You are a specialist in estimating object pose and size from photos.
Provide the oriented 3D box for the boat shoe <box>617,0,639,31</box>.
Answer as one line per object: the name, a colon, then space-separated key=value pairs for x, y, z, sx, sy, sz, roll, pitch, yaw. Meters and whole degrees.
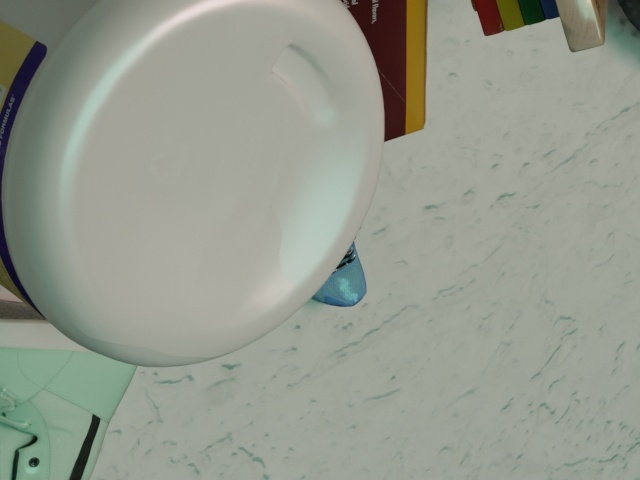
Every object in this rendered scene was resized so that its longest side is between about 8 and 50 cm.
boat shoe: x=0.371 y=-0.191 z=1.693 sx=0.091 sy=0.114 sz=0.302 roll=-26 pitch=146 yaw=29

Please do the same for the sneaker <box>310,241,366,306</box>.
sneaker: x=0.000 y=0.000 z=1.474 sx=0.063 sy=0.073 sz=0.162 roll=-43 pitch=133 yaw=-16

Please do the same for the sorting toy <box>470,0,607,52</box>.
sorting toy: x=0.131 y=-0.284 z=1.347 sx=0.257 sy=0.089 sz=0.255 roll=-68 pitch=141 yaw=-65

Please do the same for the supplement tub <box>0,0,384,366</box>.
supplement tub: x=-0.148 y=-0.091 z=1.116 sx=0.241 sy=0.331 sz=0.241 roll=-19 pitch=122 yaw=-33

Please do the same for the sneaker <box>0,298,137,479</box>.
sneaker: x=-0.238 y=0.117 z=1.306 sx=0.256 sy=0.094 sz=0.151 roll=12 pitch=97 yaw=-46

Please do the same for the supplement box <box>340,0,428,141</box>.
supplement box: x=-0.037 y=-0.160 z=1.320 sx=0.194 sy=0.129 sz=0.191 roll=-20 pitch=123 yaw=-33
